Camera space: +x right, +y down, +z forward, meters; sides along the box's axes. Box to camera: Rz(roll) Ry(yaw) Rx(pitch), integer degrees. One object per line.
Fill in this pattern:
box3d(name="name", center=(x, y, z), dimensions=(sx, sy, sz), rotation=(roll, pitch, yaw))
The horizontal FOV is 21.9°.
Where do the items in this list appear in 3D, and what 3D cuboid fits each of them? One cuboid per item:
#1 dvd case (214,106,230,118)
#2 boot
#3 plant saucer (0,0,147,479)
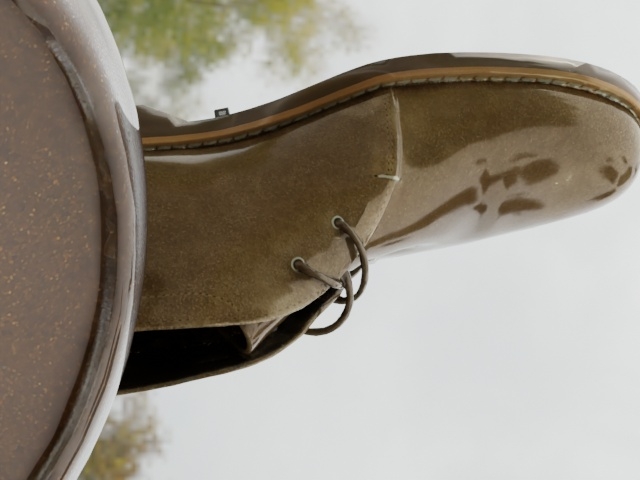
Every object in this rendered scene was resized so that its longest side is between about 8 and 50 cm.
box3d(name="dvd case", center=(-0.056, -0.024, 1.156), dimensions=(0.087, 0.013, 0.119), rotation=(90, -13, -74))
box3d(name="boot", center=(0.000, 0.000, 0.689), dimensions=(0.112, 0.305, 0.115), rotation=(89, -12, -49))
box3d(name="plant saucer", center=(-0.162, 0.012, 0.483), dimensions=(0.050, 0.311, 0.310), rotation=(13, -81, 43))
